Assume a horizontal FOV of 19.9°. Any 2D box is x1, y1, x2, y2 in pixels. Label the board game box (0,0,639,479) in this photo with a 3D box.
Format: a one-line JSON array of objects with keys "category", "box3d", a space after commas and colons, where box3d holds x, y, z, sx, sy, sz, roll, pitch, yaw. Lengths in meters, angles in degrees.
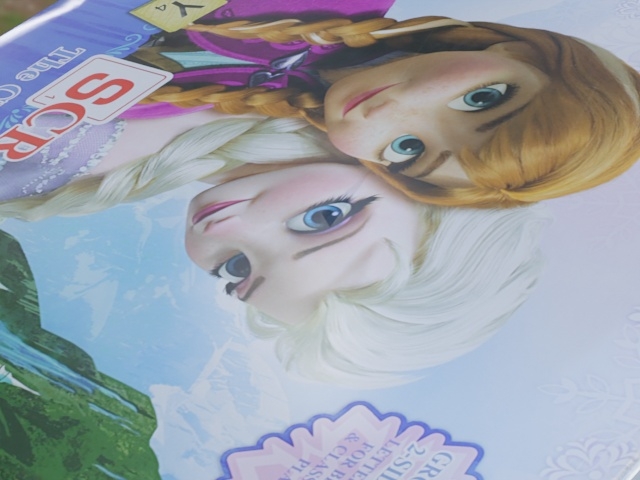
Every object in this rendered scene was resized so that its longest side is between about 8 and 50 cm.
[{"category": "board game box", "box3d": [0.000, 0.000, 0.565, 0.318, 0.066, 0.318, 19, 44, 36]}]
